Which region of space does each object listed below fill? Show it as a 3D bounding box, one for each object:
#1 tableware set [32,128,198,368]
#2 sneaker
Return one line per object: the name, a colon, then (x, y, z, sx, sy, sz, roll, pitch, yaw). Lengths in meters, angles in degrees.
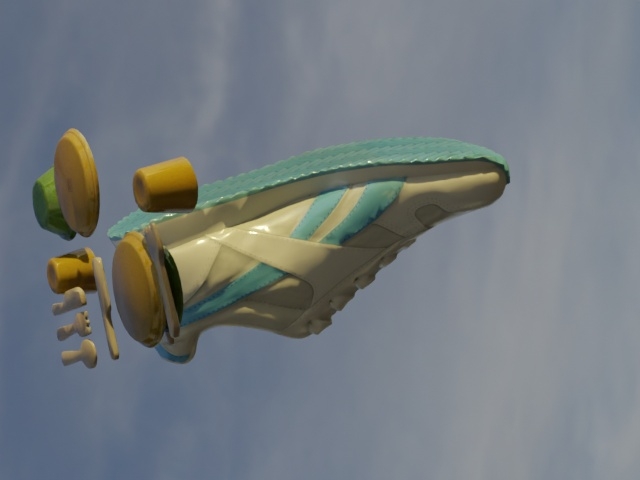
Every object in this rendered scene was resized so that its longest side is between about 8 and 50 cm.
tableware set: (-0.088, -0.001, 0.620, 0.024, 0.154, 0.104, -10, -95, -28)
sneaker: (0.000, 0.000, 0.824, 0.087, 0.228, 0.092, -116, 10, -78)
